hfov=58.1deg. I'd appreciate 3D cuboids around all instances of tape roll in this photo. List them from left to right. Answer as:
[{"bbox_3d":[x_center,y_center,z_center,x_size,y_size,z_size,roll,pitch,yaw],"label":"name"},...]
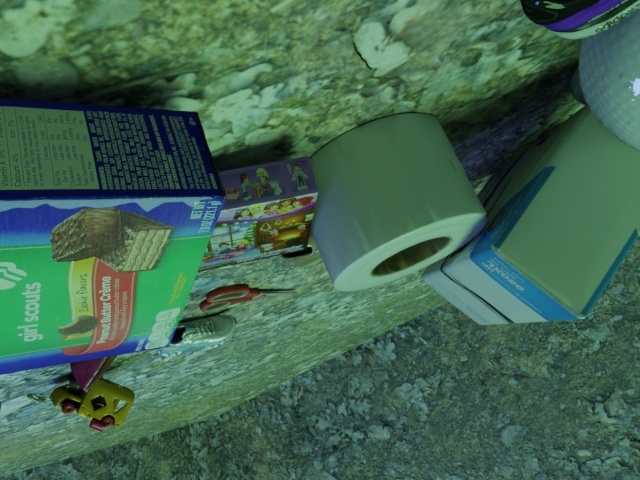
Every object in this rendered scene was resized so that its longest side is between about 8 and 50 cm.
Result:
[{"bbox_3d":[0.101,-0.049,0.860,0.246,0.169,0.246,-20,162,-7],"label":"tape roll"}]

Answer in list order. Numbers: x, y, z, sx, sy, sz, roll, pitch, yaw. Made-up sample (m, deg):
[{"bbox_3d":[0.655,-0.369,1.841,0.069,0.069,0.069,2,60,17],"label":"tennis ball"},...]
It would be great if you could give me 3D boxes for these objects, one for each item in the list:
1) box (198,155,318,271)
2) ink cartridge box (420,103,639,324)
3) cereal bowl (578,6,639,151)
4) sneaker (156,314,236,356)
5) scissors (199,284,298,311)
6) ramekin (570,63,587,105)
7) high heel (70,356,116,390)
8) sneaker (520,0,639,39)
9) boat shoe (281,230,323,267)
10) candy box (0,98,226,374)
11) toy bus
[{"bbox_3d":[-0.157,-0.016,0.767,0.293,0.057,0.201,-12,160,-10],"label":"box"},{"bbox_3d":[0.354,-0.017,0.975,0.285,0.166,0.395,-52,177,-11],"label":"ink cartridge box"},{"bbox_3d":[0.478,-0.221,0.633,0.338,0.141,0.339,-4,133,-5],"label":"cereal bowl"},{"bbox_3d":[-0.282,0.210,1.310,0.190,0.071,0.083,-18,156,-16],"label":"sneaker"},{"bbox_3d":[-0.137,0.120,1.296,0.297,0.021,0.109,-4,152,-42],"label":"scissors"},{"bbox_3d":[0.527,-0.253,0.853,0.272,0.127,0.273,-20,161,-7],"label":"ramekin"},{"bbox_3d":[-0.345,0.177,1.053,0.244,0.117,0.082,-21,162,-4],"label":"high heel"},{"bbox_3d":[0.299,-0.294,0.501,0.146,0.102,0.293,-5,155,-43],"label":"sneaker"},{"bbox_3d":[0.000,0.000,1.055,0.072,0.068,0.190,11,144,-41],"label":"boat shoe"},{"bbox_3d":[-0.279,0.010,0.525,0.317,0.122,0.268,-3,143,-30],"label":"candy box"},{"bbox_3d":[-0.545,0.363,1.364,0.202,0.190,0.104,75,40,-73],"label":"toy bus"}]
